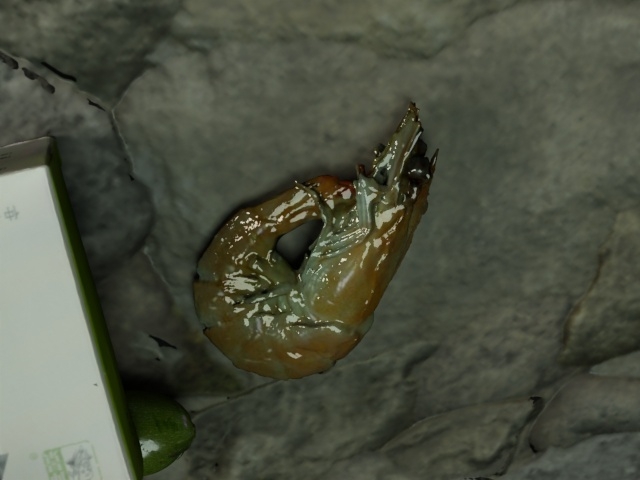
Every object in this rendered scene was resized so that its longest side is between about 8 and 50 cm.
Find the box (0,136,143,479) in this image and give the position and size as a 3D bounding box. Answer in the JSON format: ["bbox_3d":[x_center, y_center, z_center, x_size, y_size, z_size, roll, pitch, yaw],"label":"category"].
[{"bbox_3d":[-0.232,0.066,0.619,0.260,0.062,0.175,-14,108,-5],"label":"box"}]

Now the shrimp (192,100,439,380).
[{"bbox_3d":[0.000,0.000,0.677,0.099,0.041,0.180,29,116,-12],"label":"shrimp"}]

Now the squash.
[{"bbox_3d":[-0.159,0.113,0.704,0.183,0.052,0.052,-9,126,-5],"label":"squash"}]
